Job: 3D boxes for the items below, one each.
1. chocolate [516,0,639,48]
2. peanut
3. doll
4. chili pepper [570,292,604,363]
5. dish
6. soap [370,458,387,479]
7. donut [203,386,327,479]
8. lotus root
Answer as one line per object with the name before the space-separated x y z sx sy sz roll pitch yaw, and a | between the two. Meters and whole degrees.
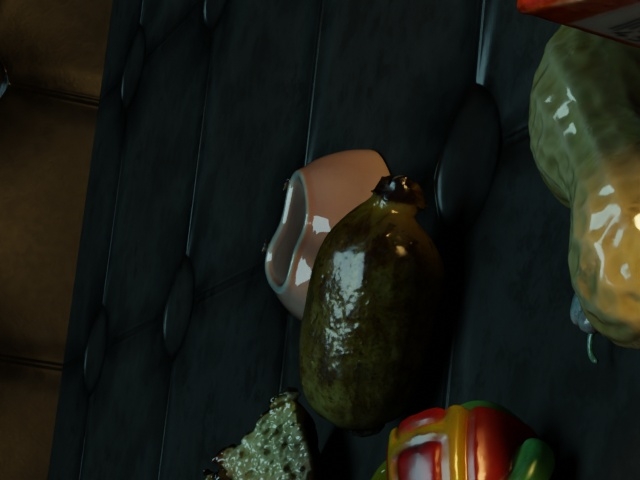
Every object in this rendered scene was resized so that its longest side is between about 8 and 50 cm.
chocolate | 0.261 -0.236 1.251 0.108 0.237 0.234 8 86 61
peanut | 0.223 -0.050 1.426 0.136 0.120 0.298 -51 33 41
doll | 0.102 0.298 1.517 0.183 0.160 0.363 -21 53 33
chili pepper | 0.228 0.021 1.502 0.050 0.041 0.153 27 111 27
dish | 0.000 0.000 2.103 0.213 0.090 0.213 -170 90 -71
soap | 0.059 0.250 1.781 0.089 0.045 0.140 -2 39 51
donut | -0.046 0.275 2.071 0.187 0.144 0.126 -39 40 16
lotus root | 0.053 0.059 1.860 0.145 0.128 0.260 32 116 56
